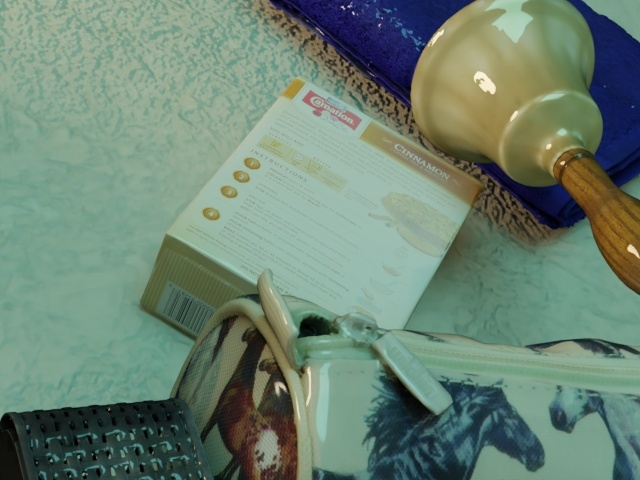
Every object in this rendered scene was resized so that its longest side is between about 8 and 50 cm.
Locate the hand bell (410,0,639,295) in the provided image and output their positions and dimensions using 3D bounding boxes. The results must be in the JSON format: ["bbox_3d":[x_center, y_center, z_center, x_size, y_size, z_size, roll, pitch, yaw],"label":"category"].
[{"bbox_3d":[0.151,-0.035,0.811,0.126,0.126,0.242,3,34,-23],"label":"hand bell"}]

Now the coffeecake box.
[{"bbox_3d":[0.000,0.000,0.862,0.142,0.068,0.185,31,43,4],"label":"coffeecake box"}]

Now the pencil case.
[{"bbox_3d":[0.131,0.117,0.731,0.410,0.183,0.160,4,47,-23],"label":"pencil case"}]

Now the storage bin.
[{"bbox_3d":[-0.091,0.171,0.615,0.084,0.122,0.180,-1,50,-27],"label":"storage bin"}]

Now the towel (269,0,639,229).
[{"bbox_3d":[0.120,-0.147,1.064,0.308,0.076,0.228,43,42,15],"label":"towel"}]
